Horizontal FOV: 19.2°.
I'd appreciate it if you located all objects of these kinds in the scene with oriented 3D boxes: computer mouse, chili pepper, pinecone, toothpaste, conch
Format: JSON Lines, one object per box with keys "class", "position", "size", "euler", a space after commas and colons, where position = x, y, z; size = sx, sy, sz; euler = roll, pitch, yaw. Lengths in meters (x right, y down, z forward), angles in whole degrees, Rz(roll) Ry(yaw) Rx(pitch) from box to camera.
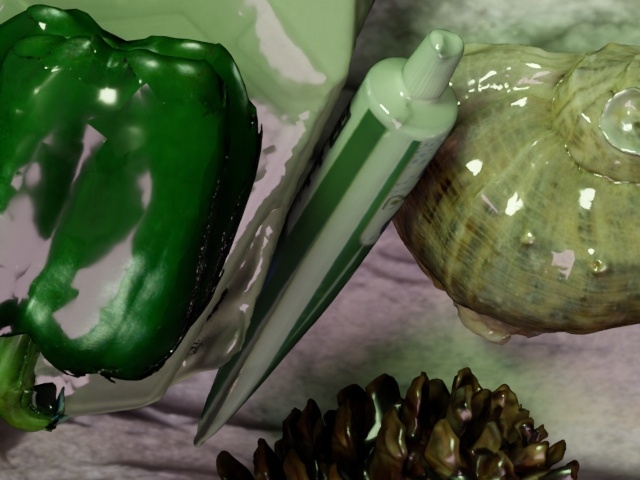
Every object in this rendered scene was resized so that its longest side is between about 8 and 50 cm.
{"class": "computer mouse", "position": [-0.114, -0.081, 1.158], "size": [0.228, 0.145, 0.429], "euler": [20, 116, -11]}
{"class": "chili pepper", "position": [-0.133, 0.005, 1.033], "size": [0.173, 0.165, 0.261], "euler": [14, 109, -18]}
{"class": "pinecone", "position": [0.049, 0.201, 1.340], "size": [0.272, 0.224, 0.224], "euler": [-38, 120, 15]}
{"class": "toothpaste", "position": [0.000, 0.000, 1.212], "size": [0.061, 0.099, 0.392], "euler": [33, 135, 0]}
{"class": "conch", "position": [0.148, -0.013, 1.190], "size": [0.210, 0.159, 0.291], "euler": [17, 130, -14]}
